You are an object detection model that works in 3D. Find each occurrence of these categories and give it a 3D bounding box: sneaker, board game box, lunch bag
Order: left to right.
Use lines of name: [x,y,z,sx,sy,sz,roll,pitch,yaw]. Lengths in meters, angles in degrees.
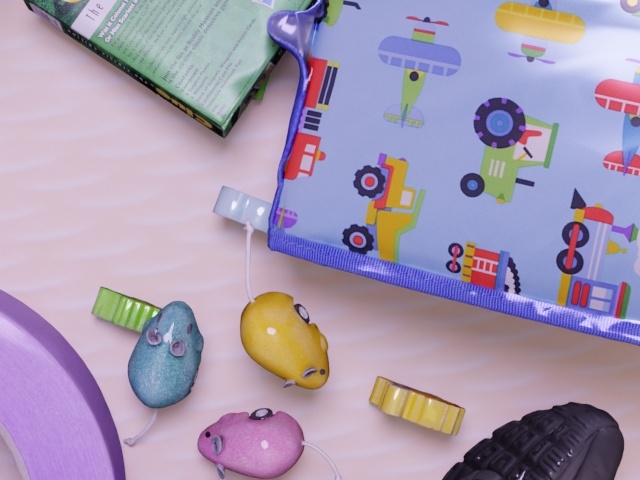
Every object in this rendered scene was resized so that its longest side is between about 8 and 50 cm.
board game box: [-0.036,-0.200,0.761,0.136,0.030,0.259,35,83,1]
sneaker: [0.104,0.226,0.779,0.130,0.109,0.286,27,98,-12]
lunch bag: [0.112,-0.074,0.705,0.293,0.138,0.221,14,95,3]

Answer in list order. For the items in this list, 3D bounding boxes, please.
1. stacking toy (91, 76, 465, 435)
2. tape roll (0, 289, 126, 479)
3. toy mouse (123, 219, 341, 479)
stacking toy: [0.000,0.000,0.779,0.221,0.052,0.167,19,89,-5]
tape roll: [-0.245,0.150,0.740,0.275,0.090,0.274,0,91,-5]
toy mouse: [-0.059,0.090,0.758,0.143,0.031,0.161,-27,106,19]
